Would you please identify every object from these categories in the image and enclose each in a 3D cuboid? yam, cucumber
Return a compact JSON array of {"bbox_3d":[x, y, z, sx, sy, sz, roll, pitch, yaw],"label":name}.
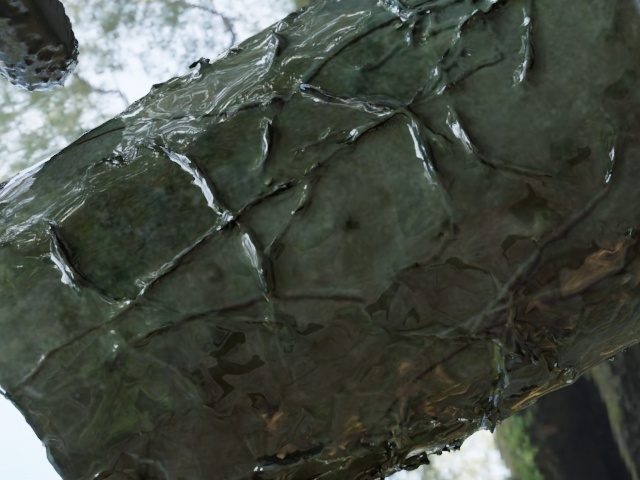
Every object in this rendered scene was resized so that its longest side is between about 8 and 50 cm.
[{"bbox_3d":[0.000,0.000,0.561,0.241,0.348,0.241,59,174,9],"label":"yam"},{"bbox_3d":[-0.206,-0.160,0.693,0.300,0.072,0.072,63,-161,-75],"label":"cucumber"}]
